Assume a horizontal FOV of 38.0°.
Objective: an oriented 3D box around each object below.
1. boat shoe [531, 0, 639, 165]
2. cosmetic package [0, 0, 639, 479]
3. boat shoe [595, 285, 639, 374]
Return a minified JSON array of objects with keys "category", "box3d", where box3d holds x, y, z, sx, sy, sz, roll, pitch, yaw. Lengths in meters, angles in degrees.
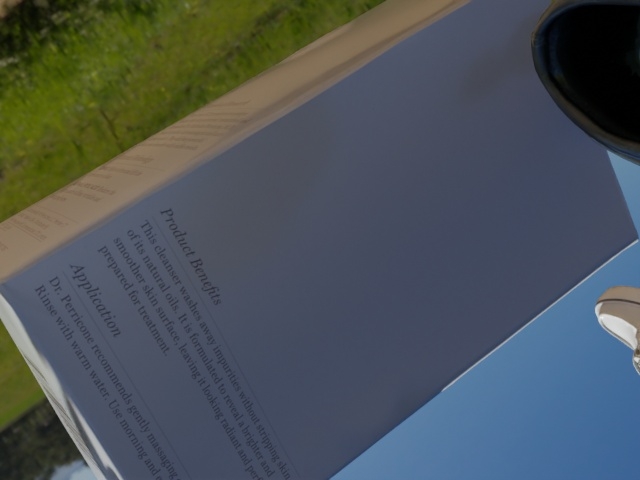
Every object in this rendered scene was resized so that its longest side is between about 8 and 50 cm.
[{"category":"boat shoe","box3d":[0.173,0.001,0.256,0.099,0.319,0.116,-12,132,-18]},{"category":"cosmetic package","box3d":[0.000,0.000,0.604,0.385,0.217,0.156,-33,-160,-22]},{"category":"boat shoe","box3d":[0.404,0.128,1.072,0.084,0.095,0.258,-41,-151,-13]}]
